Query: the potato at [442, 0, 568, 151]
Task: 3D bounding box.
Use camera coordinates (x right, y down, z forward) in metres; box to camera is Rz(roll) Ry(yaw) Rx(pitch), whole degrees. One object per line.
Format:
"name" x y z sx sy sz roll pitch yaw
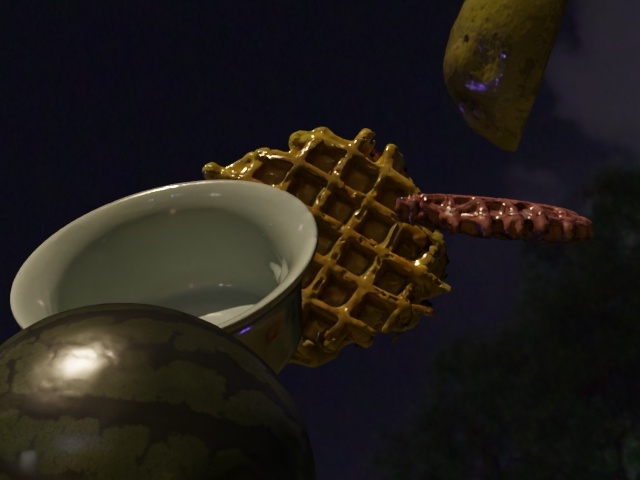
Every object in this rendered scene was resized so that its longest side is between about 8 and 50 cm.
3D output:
"potato" 0.144 -0.164 0.904 0.081 0.149 0.120 15 -14 3

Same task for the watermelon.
"watermelon" -0.105 0.137 0.634 0.212 0.212 0.212 -6 -47 -7

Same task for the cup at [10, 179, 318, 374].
"cup" -0.160 0.084 1.302 0.347 0.347 0.163 -12 -60 -2

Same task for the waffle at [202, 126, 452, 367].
"waffle" 0.000 0.000 1.759 0.380 0.382 0.095 -18 -21 -10

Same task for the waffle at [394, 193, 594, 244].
"waffle" 0.224 -0.029 1.449 0.221 0.234 0.055 1 -81 -44
